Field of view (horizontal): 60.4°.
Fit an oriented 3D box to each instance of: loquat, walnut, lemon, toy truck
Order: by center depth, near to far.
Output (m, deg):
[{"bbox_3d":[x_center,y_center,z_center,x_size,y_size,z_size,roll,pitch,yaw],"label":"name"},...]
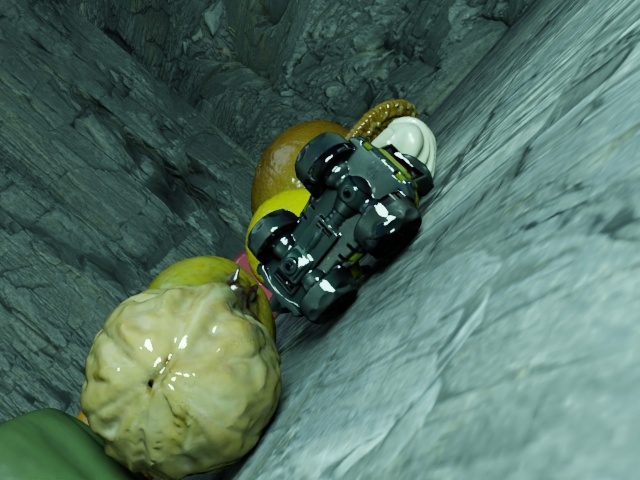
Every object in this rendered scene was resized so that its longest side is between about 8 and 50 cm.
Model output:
[{"bbox_3d":[-0.134,0.136,0.556,0.198,0.198,0.245,-50,-6,-5],"label":"walnut"},{"bbox_3d":[0.034,-0.013,0.667,0.224,0.147,0.165,-52,-23,21],"label":"toy truck"},{"bbox_3d":[-0.172,0.139,0.847,0.244,0.244,0.244,-50,2,2],"label":"loquat"},{"bbox_3d":[-0.031,0.003,0.908,0.187,0.187,0.244,-50,0,12],"label":"lemon"}]

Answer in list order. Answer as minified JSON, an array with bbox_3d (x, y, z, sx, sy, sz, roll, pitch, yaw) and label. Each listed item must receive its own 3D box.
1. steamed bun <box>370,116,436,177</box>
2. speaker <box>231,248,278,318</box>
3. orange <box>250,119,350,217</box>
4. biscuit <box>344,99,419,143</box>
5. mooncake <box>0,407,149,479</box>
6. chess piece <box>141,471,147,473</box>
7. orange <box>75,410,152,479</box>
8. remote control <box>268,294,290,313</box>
[{"bbox_3d":[0.104,-0.094,0.821,0.183,0.106,0.183,-47,-3,-3],"label":"steamed bun"},{"bbox_3d":[-0.180,0.150,1.761,0.294,0.294,0.294,-50,2,2],"label":"speaker"},{"bbox_3d":[-0.018,-0.126,1.424,0.357,0.322,0.322,-61,0,7],"label":"orange"},{"bbox_3d":[0.109,-0.147,1.129,0.305,0.038,0.305,-39,-30,-27],"label":"biscuit"},{"bbox_3d":[-0.303,0.331,0.503,0.351,0.187,0.351,-51,-10,-12],"label":"mooncake"},{"bbox_3d":[-0.266,0.255,0.970,0.167,0.167,0.299,-49,24,44],"label":"chess piece"},{"bbox_3d":[-0.482,0.473,1.317,0.246,0.246,0.246,-50,2,2],"label":"orange"},{"bbox_3d":[0.000,0.000,1.220,0.107,0.044,0.377,10,-67,-59],"label":"remote control"}]
